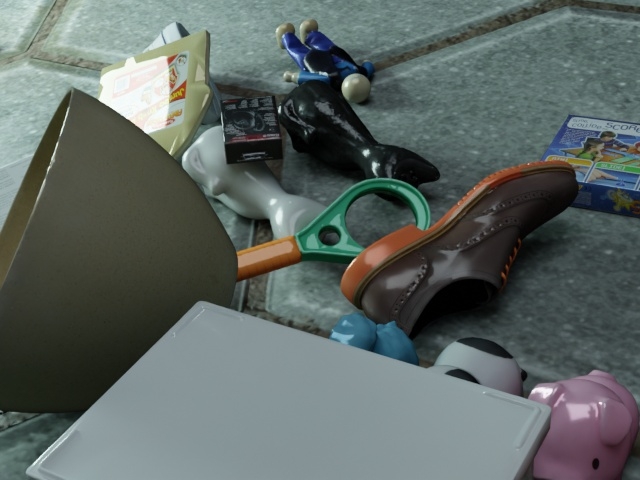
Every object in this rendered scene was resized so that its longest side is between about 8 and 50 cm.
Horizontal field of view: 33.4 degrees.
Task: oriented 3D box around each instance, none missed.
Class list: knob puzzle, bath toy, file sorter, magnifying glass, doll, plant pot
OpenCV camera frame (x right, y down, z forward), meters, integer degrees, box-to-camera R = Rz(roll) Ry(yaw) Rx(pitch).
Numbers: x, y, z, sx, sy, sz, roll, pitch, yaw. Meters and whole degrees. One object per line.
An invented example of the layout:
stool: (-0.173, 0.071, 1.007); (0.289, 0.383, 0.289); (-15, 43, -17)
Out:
knob puzzle: (-0.204, -0.147, 1.303); (0.213, 0.030, 0.213); (-15, 60, 28)
bath toy: (0.178, 0.134, 0.804); (0.348, 0.129, 0.151); (10, 39, 23)
file sorter: (-0.011, 0.193, 0.721); (0.278, 0.173, 0.193); (14, 40, 28)
magnifying glass: (0.000, 0.000, 1.056); (0.231, 0.026, 0.092); (-18, 66, -10)
doll: (0.007, -0.233, 1.419); (0.129, 0.046, 0.189); (-15, 41, -26)
plant pot: (-0.185, 0.034, 0.938); (0.191, 0.284, 0.284); (23, 31, -18)

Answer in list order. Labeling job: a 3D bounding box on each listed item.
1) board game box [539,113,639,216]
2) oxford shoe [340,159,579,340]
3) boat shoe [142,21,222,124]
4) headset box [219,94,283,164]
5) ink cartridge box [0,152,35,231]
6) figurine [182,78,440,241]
board game box: (0.344, -0.077, 1.142); (0.201, 0.035, 0.136); (12, 40, 26)
oxford shoe: (0.155, 0.014, 1.025); (0.271, 0.097, 0.098); (-30, 58, -18)
boat shoe: (-0.187, -0.206, 1.413); (0.076, 0.083, 0.226); (-35, 35, 10)
headset box: (-0.074, -0.117, 1.145); (0.062, 0.032, 0.083); (-7, 47, -5)
ink cartridge box: (-0.318, 0.014, 1.159); (0.189, 0.066, 0.232); (-27, 60, -25)
figurine: (-0.011, -0.074, 1.174); (0.215, 0.092, 0.209); (-30, 45, -26)
